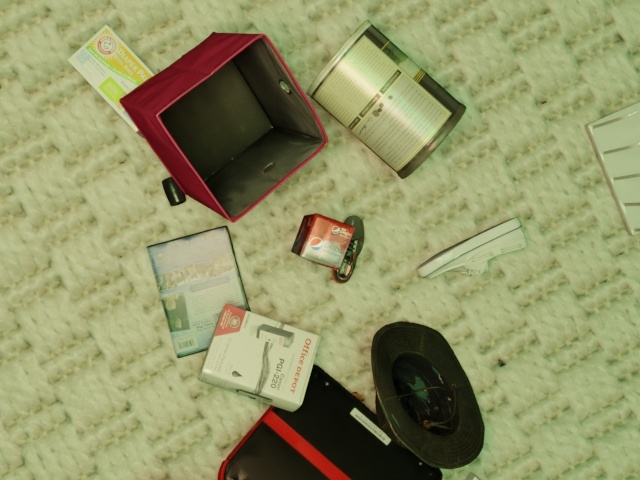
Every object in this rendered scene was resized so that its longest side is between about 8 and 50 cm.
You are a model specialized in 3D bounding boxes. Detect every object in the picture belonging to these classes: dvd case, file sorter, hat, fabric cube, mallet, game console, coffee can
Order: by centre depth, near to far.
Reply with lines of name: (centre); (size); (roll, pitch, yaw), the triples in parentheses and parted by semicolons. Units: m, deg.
fabric cube: (-0.189, -0.231, 1.457); (0.259, 0.258, 0.254); (-41, 119, -13)
game console: (0.018, 0.499, 1.563); (0.386, 0.060, 0.342); (39, 63, 8)
coffee can: (0.137, -0.293, 1.572); (0.275, 0.201, 0.201); (41, 87, -5)
hat: (0.197, 0.344, 1.610); (0.331, 0.331, 0.134); (44, 131, -4)
mallet: (-0.252, -0.142, 1.623); (0.189, 0.039, 0.062); (-29, 91, -9)
dvd case: (-0.257, 0.111, 1.628); (0.180, 0.022, 0.253); (-15, 92, -6)
file sorter: (0.755, -0.173, 1.651); (0.192, 0.173, 0.278); (-23, 93, -4)

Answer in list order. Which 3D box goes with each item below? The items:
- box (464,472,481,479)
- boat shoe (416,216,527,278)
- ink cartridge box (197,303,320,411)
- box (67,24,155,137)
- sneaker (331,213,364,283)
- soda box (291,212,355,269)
box: (0.369, 0.640, 1.687); (0.186, 0.038, 0.145); (39, 87, -6)
boat shoe: (0.339, 0.036, 1.650); (0.258, 0.095, 0.084); (-25, 89, -4)
ink cartridge box: (-0.126, 0.246, 1.563); (0.217, 0.092, 0.159); (20, 65, -8)
box: (-0.409, -0.331, 1.567); (0.114, 0.103, 0.203); (-44, 94, -4)
sneaker: (0.066, 0.020, 1.637); (0.061, 0.065, 0.158); (11, 90, -6)
soda box: (0.000, 0.000, 1.531); (0.083, 0.263, 0.092); (21, 89, -7)
